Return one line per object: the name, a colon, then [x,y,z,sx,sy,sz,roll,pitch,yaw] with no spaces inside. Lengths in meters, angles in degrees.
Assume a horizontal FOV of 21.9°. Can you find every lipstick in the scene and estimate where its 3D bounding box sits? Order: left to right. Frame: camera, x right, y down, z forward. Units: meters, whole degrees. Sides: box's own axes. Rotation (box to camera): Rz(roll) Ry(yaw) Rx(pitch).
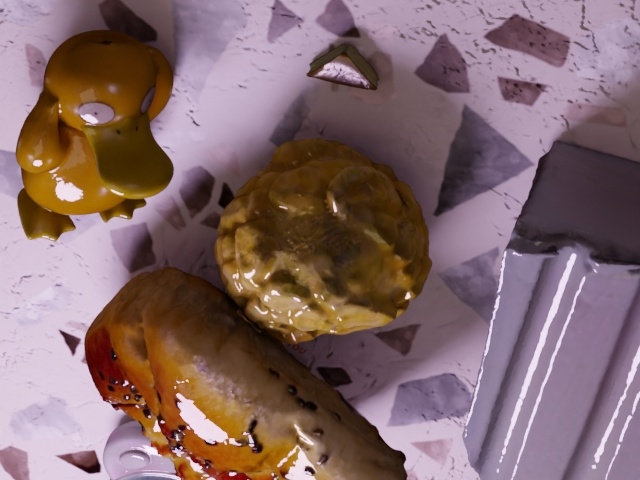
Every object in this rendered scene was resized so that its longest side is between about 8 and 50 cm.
lipstick: [-0.069,0.108,2.078,0.130,0.038,0.038,30,126,-8]

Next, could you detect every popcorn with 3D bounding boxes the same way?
popcorn: [0.000,0.000,1.884,0.250,0.190,0.250,-2,96,-17]

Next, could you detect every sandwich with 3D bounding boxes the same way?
sandwich: [0.027,-0.197,1.843,0.083,0.031,0.044,12,129,6]

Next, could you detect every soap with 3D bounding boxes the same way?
soap: [0.349,0.143,1.894,0.350,0.213,0.435,12,126,2]

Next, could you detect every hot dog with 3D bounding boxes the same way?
hot dog: [-0.119,0.198,1.999,0.365,0.196,0.367,49,156,-17]

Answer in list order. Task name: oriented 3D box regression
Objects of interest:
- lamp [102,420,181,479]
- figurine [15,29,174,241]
lamp: [-0.216,0.354,2.247,0.179,0.108,0.246,-10,121,15]
figurine: [-0.261,-0.121,1.884,0.215,0.215,0.228,40,147,-15]
